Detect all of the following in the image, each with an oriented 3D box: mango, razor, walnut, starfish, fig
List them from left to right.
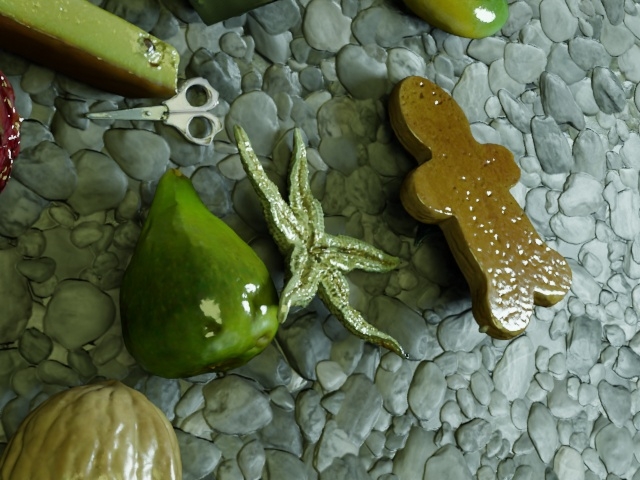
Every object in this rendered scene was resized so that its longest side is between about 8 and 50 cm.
[{"bbox_3d":[-0.257,0.286,0.835,0.225,0.225,0.261,15,71,-21],"label":"walnut"},{"bbox_3d":[-0.171,0.034,0.947,0.206,0.206,0.275,-13,73,-26],"label":"fig"},{"bbox_3d":[-0.002,0.000,1.050,0.347,0.078,0.358,26,41,-39],"label":"starfish"},{"bbox_3d":[0.209,-0.422,1.225,0.251,0.114,0.156,39,57,-27],"label":"mango"},{"bbox_3d":[0.243,0.009,1.206,0.190,0.033,0.066,22,73,-20],"label":"razor"}]

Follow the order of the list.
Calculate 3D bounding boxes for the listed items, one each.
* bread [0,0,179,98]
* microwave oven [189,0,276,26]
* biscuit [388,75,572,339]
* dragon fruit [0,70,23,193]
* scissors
[{"bbox_3d":[-0.348,-0.265,0.882,0.361,0.138,0.077,20,84,-35],"label":"bread"},{"bbox_3d":[-0.070,-0.541,1.008,0.394,0.247,0.333,-48,120,-24],"label":"microwave oven"},{"bbox_3d":[0.230,-0.065,1.175,0.283,0.064,0.432,-22,79,-43],"label":"biscuit"},{"bbox_3d":[-0.477,-0.119,0.751,0.329,0.329,0.329,4,80,-24],"label":"dragon fruit"},{"bbox_3d":[-0.229,-0.177,1.033,0.189,0.015,0.100,-6,86,-24],"label":"scissors"}]
